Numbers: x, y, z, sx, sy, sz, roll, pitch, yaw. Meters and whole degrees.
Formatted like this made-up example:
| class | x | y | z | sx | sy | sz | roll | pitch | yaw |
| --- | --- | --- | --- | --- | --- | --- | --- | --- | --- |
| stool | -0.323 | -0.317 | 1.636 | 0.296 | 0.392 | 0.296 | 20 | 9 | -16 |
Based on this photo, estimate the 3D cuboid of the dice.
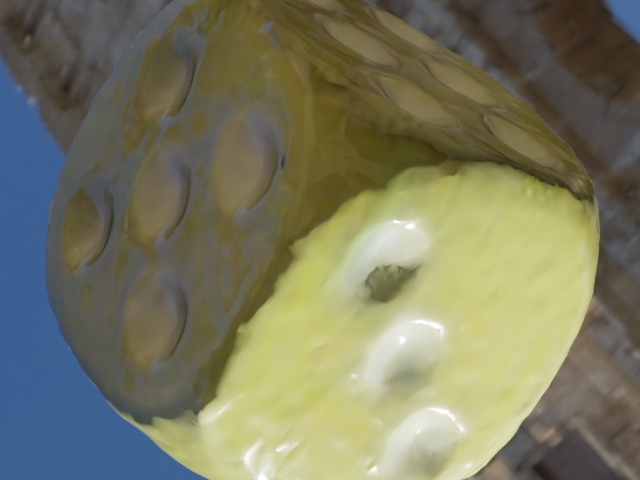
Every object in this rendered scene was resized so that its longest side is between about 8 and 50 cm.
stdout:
| class | x | y | z | sx | sy | sz | roll | pitch | yaw |
| --- | --- | --- | --- | --- | --- | --- | --- | --- | --- |
| dice | 0.000 | 0.000 | 0.812 | 0.166 | 0.169 | 0.169 | 16 | -158 | -40 |
